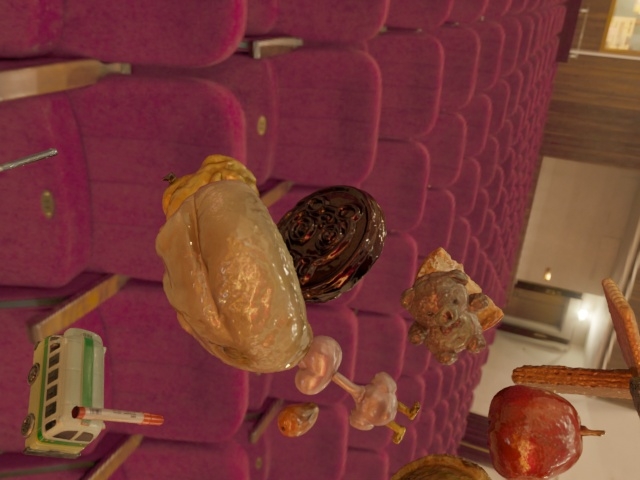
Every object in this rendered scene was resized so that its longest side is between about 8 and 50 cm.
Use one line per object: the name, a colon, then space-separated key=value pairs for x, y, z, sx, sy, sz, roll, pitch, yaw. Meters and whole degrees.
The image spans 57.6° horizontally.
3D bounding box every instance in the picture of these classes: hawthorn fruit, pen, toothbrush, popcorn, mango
hawthorn fruit: x=0.446 y=0.384 z=1.164 sx=0.196 sy=0.226 sz=0.196 roll=-6 pitch=90 yaw=-77
pen: x=-0.432 y=0.381 z=1.262 sx=0.239 sy=0.028 sz=0.028 roll=32 pitch=71 yaw=-54
toothbrush: x=-0.564 y=-0.139 z=1.057 sx=0.219 sy=0.016 sz=0.019 roll=-43 pitch=140 yaw=-60
popcorn: x=-0.306 y=-0.083 z=1.562 sx=0.297 sy=0.281 sz=0.316 roll=-49 pitch=-178 yaw=-22
mango: x=-0.061 y=0.546 z=1.766 sx=0.159 sy=0.084 sz=0.105 roll=3 pitch=105 yaw=-44

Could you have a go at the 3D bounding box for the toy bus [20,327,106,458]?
toy bus: x=-0.581 y=0.340 z=1.345 sx=0.134 sy=0.165 sz=0.276 roll=28 pitch=36 yaw=-43

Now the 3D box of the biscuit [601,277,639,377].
biscuit: x=0.688 y=0.217 z=1.299 sx=0.160 sy=0.030 sz=0.249 roll=-73 pitch=140 yaw=-64

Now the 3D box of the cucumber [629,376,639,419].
cucumber: x=0.687 y=0.338 z=1.213 sx=0.064 sy=0.064 sz=0.111 roll=18 pitch=52 yaw=-72

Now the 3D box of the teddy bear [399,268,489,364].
teddy bear: x=0.335 y=0.201 z=1.553 sx=0.151 sy=0.236 sz=0.267 roll=-116 pitch=-178 yaw=-52

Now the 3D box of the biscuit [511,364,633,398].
biscuit: x=0.681 y=0.355 z=1.460 sx=0.094 sy=0.379 sz=0.054 roll=49 pitch=46 yaw=-51

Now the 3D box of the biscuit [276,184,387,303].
biscuit: x=0.000 y=0.000 z=1.731 sx=0.091 sy=0.408 sz=0.407 roll=46 pitch=55 yaw=-42

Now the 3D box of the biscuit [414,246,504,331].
biscuit: x=0.420 y=0.186 z=1.884 sx=0.205 sy=0.309 sz=0.040 roll=-39 pitch=156 yaw=-1

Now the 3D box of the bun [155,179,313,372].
bun: x=-0.159 y=0.075 z=1.025 sx=0.219 sy=0.365 sz=0.365 roll=-25 pitch=143 yaw=-11

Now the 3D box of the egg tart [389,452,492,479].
egg tart: x=0.195 y=0.503 z=0.989 sx=0.115 sy=0.290 sz=0.290 roll=46 pitch=55 yaw=-42

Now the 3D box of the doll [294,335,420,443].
doll: x=0.068 y=0.367 z=1.473 sx=0.160 sy=0.365 sz=0.094 roll=-59 pitch=169 yaw=3
